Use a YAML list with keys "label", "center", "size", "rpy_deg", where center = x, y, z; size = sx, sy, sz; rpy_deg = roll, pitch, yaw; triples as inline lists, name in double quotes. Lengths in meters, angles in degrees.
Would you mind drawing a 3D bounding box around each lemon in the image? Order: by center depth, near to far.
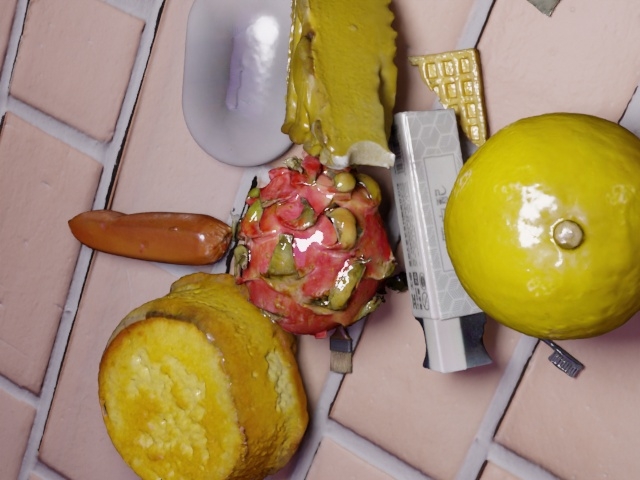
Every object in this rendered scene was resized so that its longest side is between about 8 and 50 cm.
- label: "lemon"
  center: [0.334, -0.019, 1.506]
  size: [0.348, 0.348, 0.347]
  rpy_deg: [6, 103, 26]

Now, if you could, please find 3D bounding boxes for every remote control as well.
- label: "remote control"
  center: [-0.128, -0.287, 1.812]
  size: [0.221, 0.103, 0.332]
  rpy_deg: [12, 105, 18]

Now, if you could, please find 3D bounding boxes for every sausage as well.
- label: "sausage"
  center: [-0.316, -0.008, 1.972]
  size: [0.349, 0.097, 0.093]
  rpy_deg: [4, 95, 27]

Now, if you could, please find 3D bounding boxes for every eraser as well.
- label: "eraser"
  center: [0.184, -0.002, 1.681]
  size: [0.096, 0.098, 0.403]
  rpy_deg: [-10, 92, -16]

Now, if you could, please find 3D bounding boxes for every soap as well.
- label: "soap"
  center: [0.040, -0.299, 1.611]
  size: [0.169, 0.304, 0.338]
  rpy_deg: [0, 105, -17]

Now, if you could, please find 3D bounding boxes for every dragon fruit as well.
- label: "dragon fruit"
  center: [0.000, 0.000, 1.712]
  size: [0.269, 0.250, 0.291]
  rpy_deg: [30, 128, 21]

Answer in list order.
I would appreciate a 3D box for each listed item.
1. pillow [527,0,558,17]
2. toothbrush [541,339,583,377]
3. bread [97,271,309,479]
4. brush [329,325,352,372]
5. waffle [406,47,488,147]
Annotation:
- label: "pillow"
  center: [0.346, -0.452, 1.558]
  size: [0.148, 0.050, 0.229]
  rpy_deg: [41, 118, 0]
- label: "toothbrush"
  center: [0.284, 0.113, 1.733]
  size: [0.321, 0.023, 0.031]
  rpy_deg: [38, 106, 16]
- label: "bread"
  center: [-0.214, 0.255, 1.912]
  size: [0.398, 0.215, 0.398]
  rpy_deg: [6, 101, 31]
- label: "brush"
  center: [0.035, 0.148, 1.873]
  size: [0.043, 0.014, 0.169]
  rpy_deg: [4, 102, 25]
- label: "waffle"
  center: [0.205, -0.202, 1.701]
  size: [0.125, 0.032, 0.190]
  rpy_deg: [-3, 98, 26]
